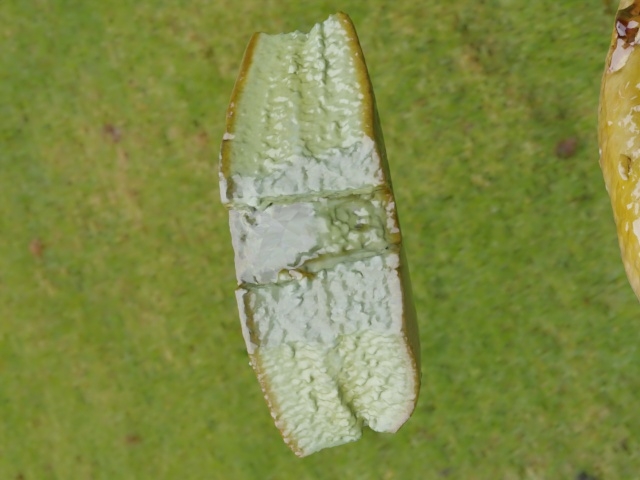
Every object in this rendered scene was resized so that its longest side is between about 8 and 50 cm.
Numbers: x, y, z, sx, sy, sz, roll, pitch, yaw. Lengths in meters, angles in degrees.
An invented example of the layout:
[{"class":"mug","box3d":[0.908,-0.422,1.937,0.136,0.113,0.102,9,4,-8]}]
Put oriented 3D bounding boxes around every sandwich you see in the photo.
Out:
[{"class":"sandwich","box3d":[0.000,0.000,0.825,0.090,0.088,0.244,-8,93,8]}]

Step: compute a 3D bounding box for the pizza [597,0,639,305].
[{"class":"pizza","box3d":[0.181,-0.015,0.543,0.085,0.161,0.305,106,159,-45]}]
